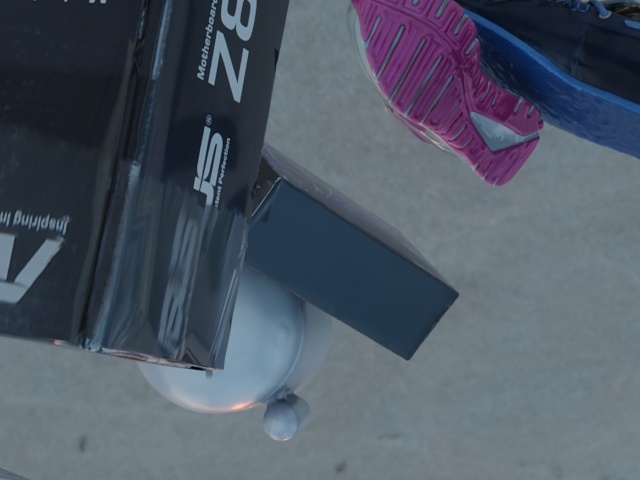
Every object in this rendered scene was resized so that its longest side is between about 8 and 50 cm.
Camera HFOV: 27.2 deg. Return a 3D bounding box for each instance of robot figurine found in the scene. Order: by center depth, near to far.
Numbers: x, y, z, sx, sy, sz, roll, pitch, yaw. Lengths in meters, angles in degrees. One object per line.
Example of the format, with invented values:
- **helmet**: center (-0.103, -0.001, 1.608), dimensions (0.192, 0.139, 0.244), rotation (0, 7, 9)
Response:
- **robot figurine**: center (-0.102, 0.101, 1.556), dimensions (0.200, 0.300, 0.353), rotation (-36, 169, 7)

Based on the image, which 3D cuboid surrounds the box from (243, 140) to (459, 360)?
- **box**: center (0.000, 0.000, 1.446), dimensions (0.261, 0.184, 0.103), rotation (32, 102, -29)

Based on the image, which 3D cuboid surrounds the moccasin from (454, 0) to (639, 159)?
- **moccasin**: center (0.261, -0.158, 1.194), dimensions (0.117, 0.342, 0.137), rotation (-50, 151, -12)

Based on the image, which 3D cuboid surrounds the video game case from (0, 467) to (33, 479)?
- **video game case**: center (-0.420, 0.214, 1.324), dimensions (0.193, 0.212, 0.023), rotation (28, 76, -53)

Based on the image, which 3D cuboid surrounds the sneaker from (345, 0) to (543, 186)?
- **sneaker**: center (0.090, -0.143, 1.164), dimensions (0.103, 0.111, 0.252), rotation (-51, 134, -5)

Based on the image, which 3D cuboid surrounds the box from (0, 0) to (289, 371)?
- **box**: center (-0.199, -0.131, 0.538), dimensions (0.395, 0.318, 0.097), rotation (7, 174, 24)
